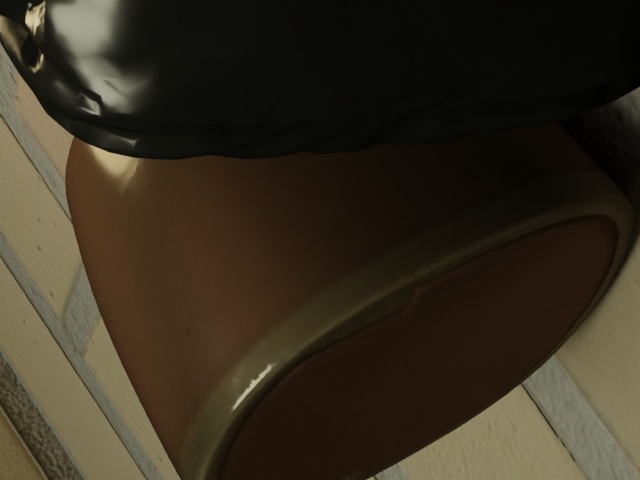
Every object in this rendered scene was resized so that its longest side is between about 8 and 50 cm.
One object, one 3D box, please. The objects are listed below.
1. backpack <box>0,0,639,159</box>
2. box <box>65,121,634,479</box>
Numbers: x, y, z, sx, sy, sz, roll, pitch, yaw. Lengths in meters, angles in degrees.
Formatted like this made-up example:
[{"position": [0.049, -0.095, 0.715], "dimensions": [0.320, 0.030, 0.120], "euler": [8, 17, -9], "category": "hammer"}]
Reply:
[{"position": [-0.031, -0.237, 0.664], "dimensions": [0.445, 0.363, 0.254], "euler": [50, 139, 42], "category": "backpack"}, {"position": [0.000, 0.000, 0.939], "dimensions": [0.216, 0.301, 0.301], "euler": [53, 156, 23], "category": "box"}]
